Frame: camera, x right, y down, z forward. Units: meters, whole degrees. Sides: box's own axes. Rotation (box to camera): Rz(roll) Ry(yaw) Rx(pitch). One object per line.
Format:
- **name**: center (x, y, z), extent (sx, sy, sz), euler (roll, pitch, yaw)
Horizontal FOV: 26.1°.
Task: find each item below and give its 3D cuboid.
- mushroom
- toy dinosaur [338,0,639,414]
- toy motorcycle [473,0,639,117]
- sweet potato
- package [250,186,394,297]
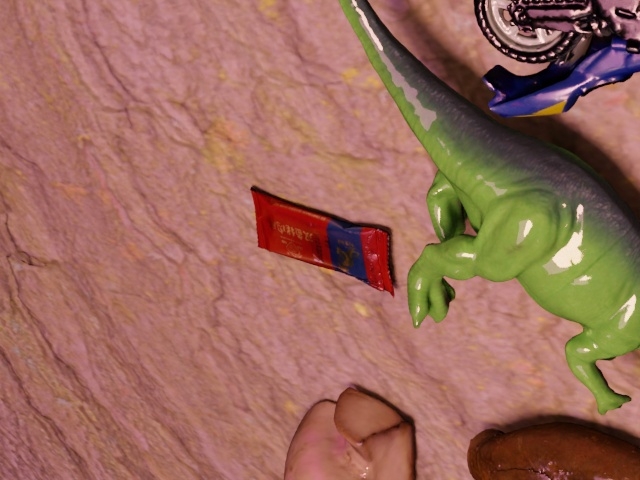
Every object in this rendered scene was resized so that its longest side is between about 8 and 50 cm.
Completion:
- **mushroom**: center (0.006, 0.297, 1.642), extent (0.173, 0.162, 0.236), euler (19, 132, 31)
- **toy dinosaur**: center (0.206, -0.054, 1.163), extent (0.374, 0.144, 0.500), euler (5, 130, 37)
- **toy motorcycle**: center (0.258, -0.161, 1.029), extent (0.315, 0.113, 0.169), euler (-7, 114, 35)
- **sweet potato**: center (0.272, 0.237, 1.398), extent (0.286, 0.085, 0.112), euler (4, 146, 36)
- **package**: center (0.000, 0.000, 1.509), extent (0.200, 0.022, 0.083), euler (19, 134, 36)
